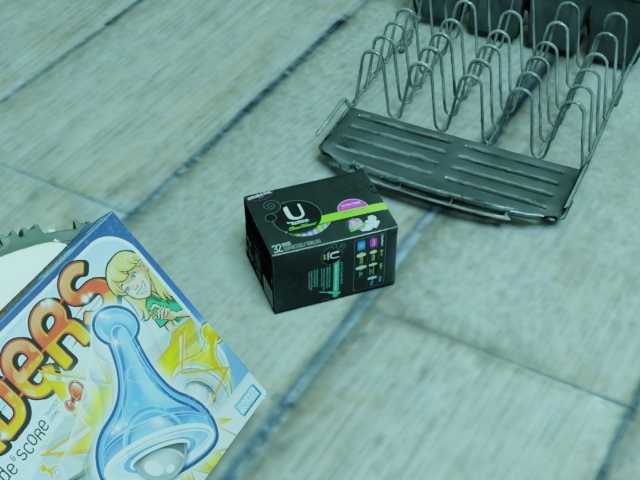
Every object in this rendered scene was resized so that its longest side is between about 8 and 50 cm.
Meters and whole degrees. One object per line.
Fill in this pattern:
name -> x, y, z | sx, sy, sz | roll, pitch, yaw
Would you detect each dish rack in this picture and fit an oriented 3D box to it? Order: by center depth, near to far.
dish rack -> 0.125, -0.124, 0.874 | 0.208, 0.074, 0.271 | 16, 44, 18

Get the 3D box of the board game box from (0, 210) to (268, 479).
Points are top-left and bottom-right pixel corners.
board game box -> -0.125, 0.097, 0.582 | 0.035, 0.136, 0.201 | -25, 20, 44

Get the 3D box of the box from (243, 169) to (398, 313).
box -> 0.000, 0.000, 0.746 | 0.083, 0.052, 0.062 | -14, 44, -15

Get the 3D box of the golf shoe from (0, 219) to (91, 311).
golf shoe -> -0.199, 0.096, 0.617 | 0.120, 0.105, 0.273 | 42, 60, 17
